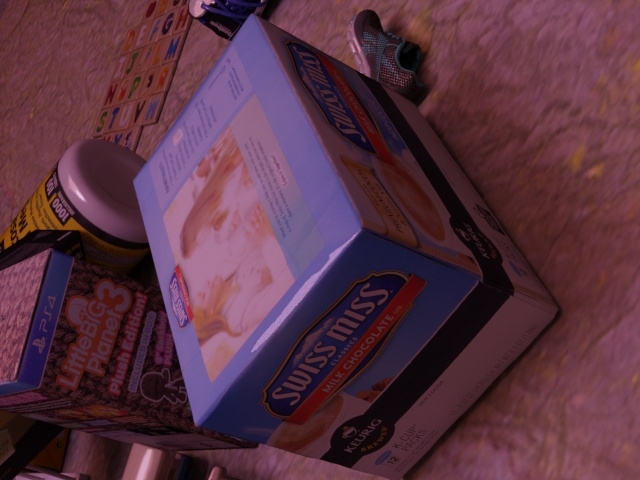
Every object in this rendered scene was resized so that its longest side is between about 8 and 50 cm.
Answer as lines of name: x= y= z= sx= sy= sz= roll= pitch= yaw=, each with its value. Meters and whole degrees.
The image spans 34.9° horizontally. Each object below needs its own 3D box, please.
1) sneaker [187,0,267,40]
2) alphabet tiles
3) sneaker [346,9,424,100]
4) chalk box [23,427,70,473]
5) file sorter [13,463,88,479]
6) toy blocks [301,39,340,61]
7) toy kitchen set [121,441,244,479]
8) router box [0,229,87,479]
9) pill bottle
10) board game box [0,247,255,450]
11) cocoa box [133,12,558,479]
sneaker: x=-0.095 y=-0.380 z=1.465 sx=0.315 sy=0.127 sz=0.182 roll=15 pitch=87 yaw=65
alphabet tiles: x=-0.325 y=-0.305 z=1.851 sx=0.285 sy=0.011 sz=0.342 roll=0 pitch=70 yaw=57
sneaker: x=0.079 y=-0.206 z=1.149 sx=0.076 sy=0.065 sz=0.166 roll=-28 pitch=49 yaw=24
chalk box: x=-0.544 y=0.250 z=1.567 sx=0.289 sy=0.179 sz=0.180 roll=-4 pitch=66 yaw=29
file sorter: x=-0.501 y=0.407 z=1.429 sx=0.278 sy=0.173 sz=0.192 roll=-9 pitch=62 yaw=33
toy blocks: x=-0.024 y=-0.162 z=1.175 sx=0.123 sy=0.148 sz=0.054 roll=-62 pitch=31 yaw=6
toy kitchen set: x=-0.133 y=0.306 z=1.122 sx=0.207 sy=0.166 sz=0.122 roll=86 pitch=-161 yaw=-77
router box: x=-0.404 y=0.153 z=1.340 sx=0.081 sy=0.242 sz=0.309 roll=1 pitch=24 yaw=21
pill bottle: x=-0.387 y=0.018 z=1.557 sx=0.334 sy=0.188 sz=0.188 roll=-46 pitch=37 yaw=27
board game box: x=-0.240 y=0.140 z=1.168 sx=0.232 sy=0.291 sz=0.141 roll=-17 pitch=57 yaw=51
cocoa box: x=0.000 y=0.000 z=0.937 sx=0.231 sy=0.228 sz=0.347 roll=-50 pitch=38 yaw=22
